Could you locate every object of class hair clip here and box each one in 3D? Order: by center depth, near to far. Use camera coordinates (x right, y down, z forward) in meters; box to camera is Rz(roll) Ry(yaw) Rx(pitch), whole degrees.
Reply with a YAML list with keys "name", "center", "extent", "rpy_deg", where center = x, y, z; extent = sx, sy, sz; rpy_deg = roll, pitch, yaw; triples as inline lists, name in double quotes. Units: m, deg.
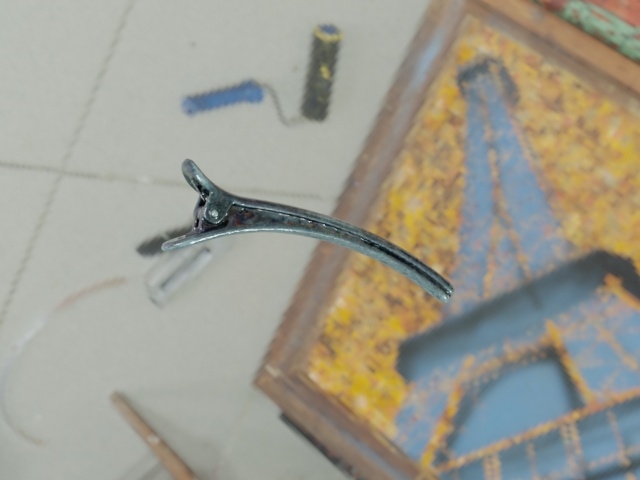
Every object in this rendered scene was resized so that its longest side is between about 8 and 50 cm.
- name: "hair clip"
  center: [0.000, 0.000, 1.367]
  extent: [0.275, 0.048, 0.083]
  rpy_deg: [14, 81, -17]
